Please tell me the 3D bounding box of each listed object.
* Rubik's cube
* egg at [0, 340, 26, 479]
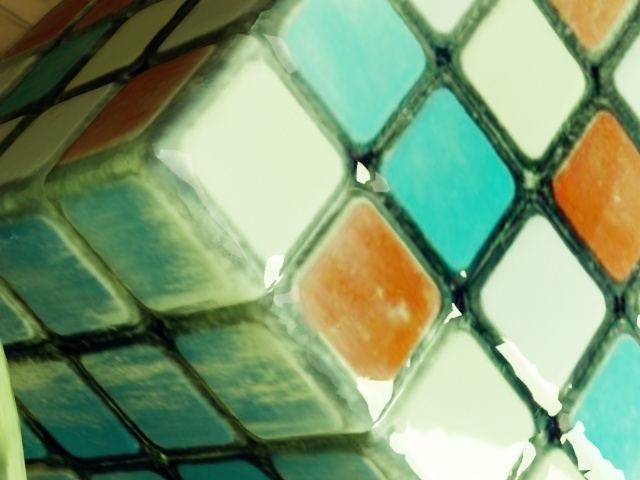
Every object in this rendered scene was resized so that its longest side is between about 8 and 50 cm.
[{"bbox_3d":[-0.001,0.000,0.747,0.256,0.259,0.253,51,55,-20],"label":"Rubik's cube"},{"bbox_3d":[-0.225,0.083,0.518,0.287,0.287,0.379,-25,99,-41],"label":"egg"}]
